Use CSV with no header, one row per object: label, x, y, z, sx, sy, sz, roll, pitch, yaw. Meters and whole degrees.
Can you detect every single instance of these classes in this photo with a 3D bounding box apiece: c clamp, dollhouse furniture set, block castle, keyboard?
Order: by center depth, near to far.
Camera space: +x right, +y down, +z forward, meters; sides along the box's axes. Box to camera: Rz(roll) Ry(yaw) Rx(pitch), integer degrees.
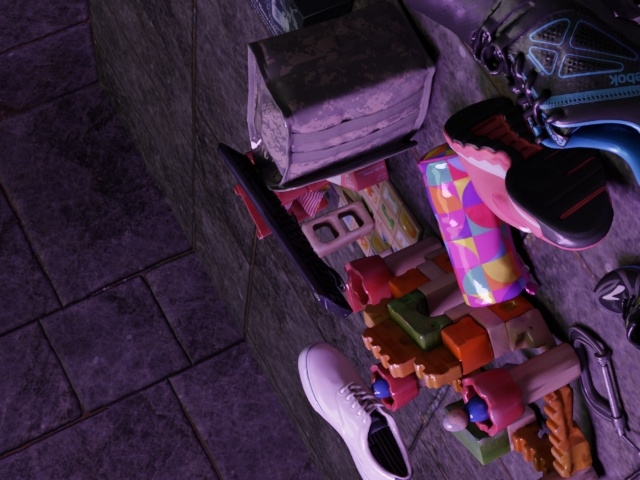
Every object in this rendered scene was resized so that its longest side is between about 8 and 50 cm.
c clamp,0.377,0.192,1.650,0.137,0.022,0.160,-145,34,-71
block castle,0.197,0.213,1.862,0.453,0.213,0.303,45,154,54
keyboard,-0.042,-0.010,1.919,0.317,0.033,0.201,56,-173,21
dollhouse furniture set,0.000,0.000,2.244,0.374,0.152,0.201,61,163,13

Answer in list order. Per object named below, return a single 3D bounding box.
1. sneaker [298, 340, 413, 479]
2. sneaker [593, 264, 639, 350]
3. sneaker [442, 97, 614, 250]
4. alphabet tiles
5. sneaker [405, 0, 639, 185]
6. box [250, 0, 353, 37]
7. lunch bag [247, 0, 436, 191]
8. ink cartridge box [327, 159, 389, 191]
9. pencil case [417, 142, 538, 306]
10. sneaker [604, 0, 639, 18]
sneaker,0.063,0.257,1.863,0.258,0.094,0.091,56,147,5
sneaker,0.369,0.082,1.414,0.188,0.078,0.067,35,146,60
sneaker,0.268,-0.061,1.515,0.314,0.116,0.136,53,171,53
alphabet tiles,0.099,-0.036,2.179,0.342,0.011,0.285,58,161,22
sneaker,0.214,-0.170,1.156,0.341,0.139,0.125,27,169,10
box,-0.034,-0.380,1.955,0.156,0.093,0.158,59,161,18
lunch bag,0.022,-0.184,1.808,0.287,0.235,0.168,96,151,-63
ink cartridge box,0.038,-0.190,2.031,0.115,0.067,0.198,26,135,59
pencil case,0.215,-0.025,1.707,0.236,0.104,0.104,67,163,-14
sneaker,0.274,-0.254,1.202,0.118,0.110,0.292,51,162,10
